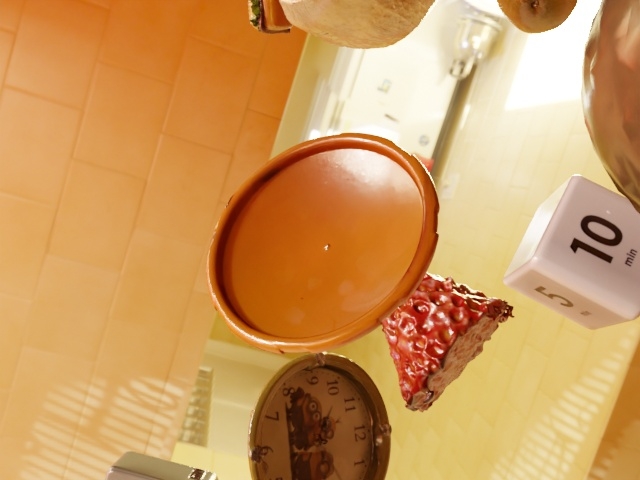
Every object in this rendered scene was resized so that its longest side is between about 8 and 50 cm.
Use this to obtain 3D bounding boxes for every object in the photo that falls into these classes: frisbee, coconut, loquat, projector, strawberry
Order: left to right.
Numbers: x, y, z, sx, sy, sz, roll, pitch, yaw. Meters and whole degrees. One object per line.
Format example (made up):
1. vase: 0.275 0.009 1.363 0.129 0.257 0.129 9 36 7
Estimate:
1. projector: -0.300 0.524 1.056 0.192 0.256 0.099 12 -175 4
2. frisbee: 0.000 0.000 0.456 0.192 0.192 0.035 22 162 37
3. coconut: 0.120 -0.629 1.352 0.405 0.404 0.404 18 -174 -2
4. strawberry: 0.163 0.143 0.930 0.178 0.234 0.234 40 -165 26
5. loquat: 0.591 -0.661 1.598 0.213 0.213 0.246 22 -171 36

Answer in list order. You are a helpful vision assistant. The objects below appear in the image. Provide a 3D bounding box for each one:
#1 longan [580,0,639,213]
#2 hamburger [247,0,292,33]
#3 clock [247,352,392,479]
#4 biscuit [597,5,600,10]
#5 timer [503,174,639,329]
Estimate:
1. longan: 0.423 -0.150 0.474 0.391 0.391 0.391 18 -174 -2
2. hamburger: -0.130 -0.601 1.474 0.087 0.166 0.137 14 -157 35
3. clock: -0.005 0.270 0.798 0.237 0.237 0.057 14 159 -33
4. biscuit: 0.659 -0.525 1.112 0.047 0.334 0.202 44 158 -18
5. timer: 0.476 0.027 1.067 0.195 0.192 0.194 29 168 7
